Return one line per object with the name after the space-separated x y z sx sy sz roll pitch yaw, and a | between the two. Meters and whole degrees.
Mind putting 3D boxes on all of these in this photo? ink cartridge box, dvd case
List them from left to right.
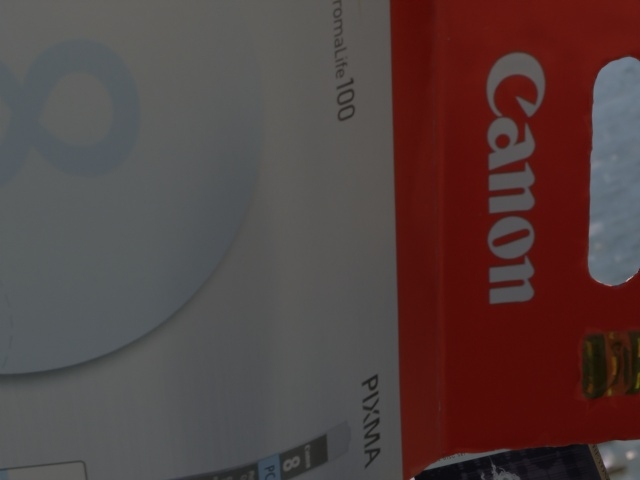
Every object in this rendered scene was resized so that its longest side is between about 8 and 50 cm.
0.000 0.000 0.677 0.385 0.308 0.091 -5 26 -4 | ink cartridge box
0.172 0.246 1.203 0.164 0.221 0.018 -20 4 37 | dvd case
